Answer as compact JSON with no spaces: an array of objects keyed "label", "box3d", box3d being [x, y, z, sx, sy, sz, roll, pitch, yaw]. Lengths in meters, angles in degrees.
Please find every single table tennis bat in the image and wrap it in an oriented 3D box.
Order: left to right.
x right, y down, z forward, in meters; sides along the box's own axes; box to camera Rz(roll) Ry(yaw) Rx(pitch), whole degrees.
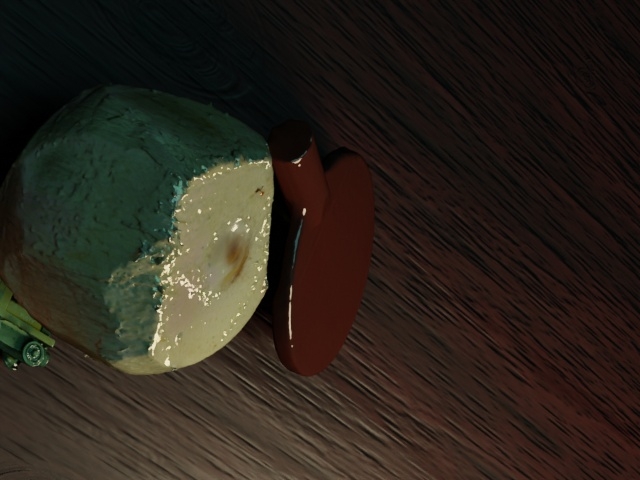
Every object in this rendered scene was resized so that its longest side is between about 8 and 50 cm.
[{"label":"table tennis bat","box3d":[0.000,0.000,1.827,0.414,0.051,0.268,73,36,-58]}]

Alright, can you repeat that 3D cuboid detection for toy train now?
[{"label":"toy train","box3d":[-0.336,0.088,1.692,0.122,0.050,0.081,37,59,-38]}]

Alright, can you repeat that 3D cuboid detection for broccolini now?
[{"label":"broccolini","box3d":[-0.072,-0.059,1.905,0.218,0.042,0.044,38,70,-41]}]

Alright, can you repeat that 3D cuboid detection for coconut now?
[{"label":"coconut","box3d":[-0.198,-0.020,1.654,0.297,0.254,0.297,-43,148,-35]}]
